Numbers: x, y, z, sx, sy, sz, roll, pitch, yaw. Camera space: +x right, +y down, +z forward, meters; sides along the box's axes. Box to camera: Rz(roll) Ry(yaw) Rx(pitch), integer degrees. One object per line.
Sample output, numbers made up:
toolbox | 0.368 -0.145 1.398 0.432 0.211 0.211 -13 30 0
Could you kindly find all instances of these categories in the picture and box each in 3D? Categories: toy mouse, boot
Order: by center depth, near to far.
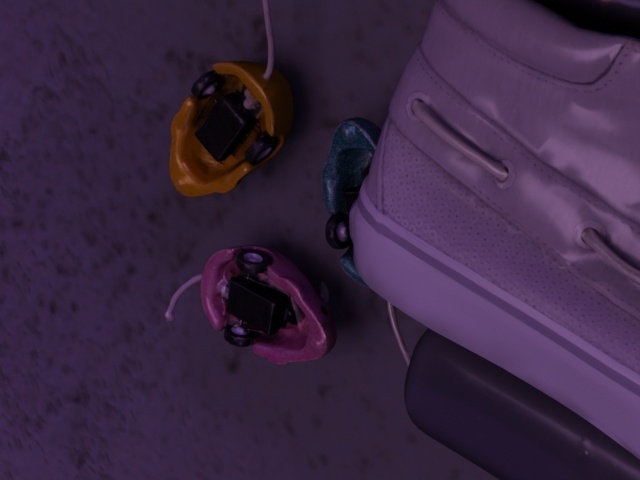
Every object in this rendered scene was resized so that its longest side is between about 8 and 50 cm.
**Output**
boot | 0.128 0.001 0.544 0.258 0.095 0.123 27 118 23
toy mouse | 0.000 0.000 0.683 0.143 0.031 0.161 46 129 16

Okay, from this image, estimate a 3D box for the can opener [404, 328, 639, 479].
can opener | 0.149 0.117 0.583 0.283 0.076 0.095 30 123 28
